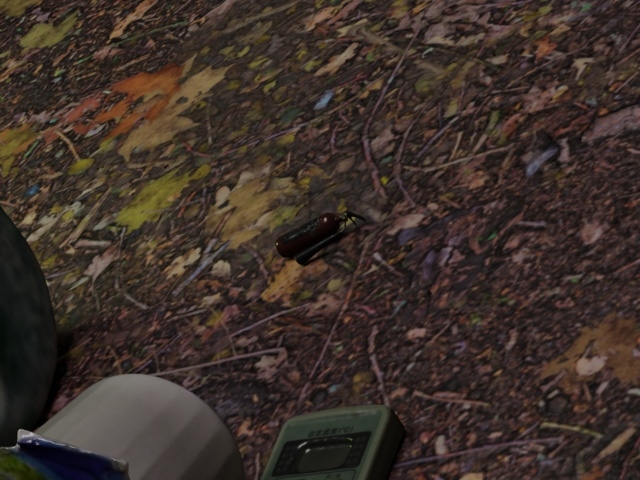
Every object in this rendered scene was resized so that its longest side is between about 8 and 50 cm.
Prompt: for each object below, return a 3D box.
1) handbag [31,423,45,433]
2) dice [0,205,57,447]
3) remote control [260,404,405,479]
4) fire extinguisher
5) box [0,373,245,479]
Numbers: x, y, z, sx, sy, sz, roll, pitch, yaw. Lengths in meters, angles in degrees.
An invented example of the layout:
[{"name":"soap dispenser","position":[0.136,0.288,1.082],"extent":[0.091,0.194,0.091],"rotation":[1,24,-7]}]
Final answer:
[{"name":"handbag","position":[-0.212,0.220,1.842],"extent":[0.193,0.072,0.151],"rotation":[-22,30,25]},{"name":"dice","position":[-0.511,0.105,2.046],"extent":[0.330,0.348,0.328],"rotation":[-20,32,26]},{"name":"remote control","position":[-0.021,0.255,1.618],"extent":[0.123,0.038,0.285],"rotation":[-12,35,35]},{"name":"fire extinguisher","position":[-0.004,-0.004,2.018],"extent":[0.100,0.032,0.046],"rotation":[-26,17,26]},{"name":"box","position":[-0.169,0.220,1.610],"extent":[0.291,0.262,0.206],"rotation":[-36,8,32]}]
